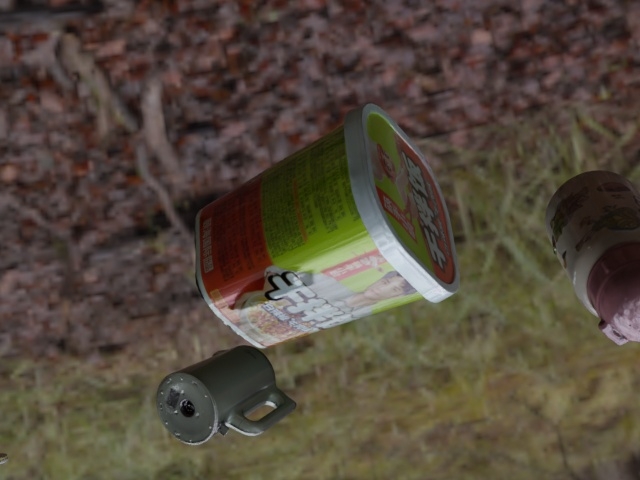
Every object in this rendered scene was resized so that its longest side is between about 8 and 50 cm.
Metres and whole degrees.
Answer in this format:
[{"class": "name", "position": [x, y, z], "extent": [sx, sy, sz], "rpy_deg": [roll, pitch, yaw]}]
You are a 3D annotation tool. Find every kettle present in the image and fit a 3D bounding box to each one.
[{"class": "kettle", "position": [-0.124, 0.201, 1.733], "extent": [0.127, 0.098, 0.148], "rpy_deg": [0, -168, 33]}]

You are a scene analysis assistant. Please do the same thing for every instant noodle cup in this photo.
[{"class": "instant noodle cup", "position": [0.000, 0.000, 1.866], "extent": [0.308, 0.293, 0.294], "rpy_deg": [-25, 159, 22]}]

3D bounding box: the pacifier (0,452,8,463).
[{"class": "pacifier", "position": [-0.486, 0.299, 1.894], "extent": [0.083, 0.064, 0.068], "rpy_deg": [-1, -177, 44]}]

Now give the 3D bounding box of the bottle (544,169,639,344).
[{"class": "bottle", "position": [0.325, 0.021, 1.423], "extent": [0.120, 0.120, 0.253], "rpy_deg": [-11, -155, 1]}]
